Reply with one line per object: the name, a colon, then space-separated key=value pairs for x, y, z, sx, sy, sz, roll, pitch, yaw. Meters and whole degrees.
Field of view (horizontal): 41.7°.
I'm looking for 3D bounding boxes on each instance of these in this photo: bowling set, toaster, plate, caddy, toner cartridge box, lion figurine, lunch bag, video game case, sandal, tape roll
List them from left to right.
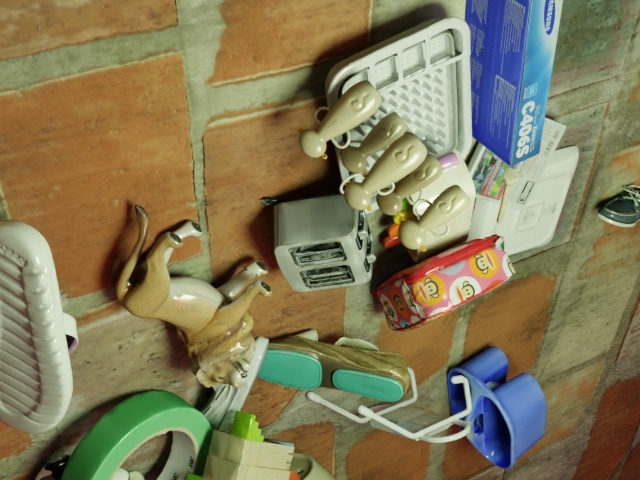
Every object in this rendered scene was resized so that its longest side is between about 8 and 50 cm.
sandal: x=-0.453 y=0.143 z=1.343 sx=0.102 sy=0.169 sz=0.416 roll=-55 pitch=162 yaw=-55
tape roll: x=-0.351 y=0.451 z=1.634 sx=0.321 sy=0.077 sz=0.321 roll=-31 pitch=135 yaw=-38
lion figurine: x=-0.239 y=0.109 z=1.480 sx=0.240 sy=0.142 sz=0.392 roll=-43 pitch=125 yaw=14
toaster: x=0.000 y=0.000 z=1.518 sx=0.185 sy=0.110 sz=0.168 roll=-8 pitch=144 yaw=10
bowling set: x=0.112 y=-0.112 z=1.402 sx=0.154 sy=0.287 sz=0.200 roll=-40 pitch=173 yaw=10
lunch bag: x=0.265 y=0.083 z=1.722 sx=0.258 sy=0.120 sz=0.293 roll=-23 pitch=175 yaw=-18
caddy: x=0.439 y=0.440 z=2.169 sx=0.179 sy=0.241 sz=0.341 roll=-33 pitch=138 yaw=-19
toner cartridge box: x=0.330 y=-0.321 z=1.491 sx=0.075 sy=0.165 sz=0.348 roll=-24 pitch=136 yaw=-20
video game case: x=0.395 y=-0.171 z=1.735 sx=0.183 sy=0.023 sz=0.201 roll=13 pitch=110 yaw=-31
plate: x=0.457 y=-0.065 z=1.895 sx=0.277 sy=0.045 sz=0.277 roll=-15 pitch=132 yaw=-26

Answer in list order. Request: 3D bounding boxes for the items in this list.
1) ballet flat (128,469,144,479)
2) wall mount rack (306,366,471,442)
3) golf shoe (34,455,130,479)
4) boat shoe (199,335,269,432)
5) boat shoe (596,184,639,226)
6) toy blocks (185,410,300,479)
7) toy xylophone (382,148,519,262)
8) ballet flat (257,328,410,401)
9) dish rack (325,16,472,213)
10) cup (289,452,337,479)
ballet flat: x=-0.438 y=0.515 z=1.716 sx=0.168 sy=0.052 sz=0.057 roll=-14 pitch=132 yaw=-27
wall mount rack: x=0.159 y=0.377 z=1.908 sx=0.304 sy=0.350 sz=0.131 roll=-13 pitch=95 yaw=-32
golf shoe: x=-0.457 y=0.463 z=1.640 sx=0.198 sy=0.077 sz=0.094 roll=1 pitch=124 yaw=-38
boat shoe: x=-0.180 y=0.285 z=1.677 sx=0.084 sy=0.095 sz=0.258 roll=26 pitch=117 yaw=0
boat shoe: x=0.778 y=-0.089 z=2.075 sx=0.254 sy=0.095 sz=0.079 roll=-7 pitch=130 yaw=-34
toy blocks: x=-0.125 y=0.550 z=1.706 sx=0.260 sy=0.190 sz=0.382 roll=23 pitch=75 yaw=-46
toy xylophone: x=0.248 y=-0.062 z=1.623 sx=0.236 sy=0.081 sz=0.323 roll=-20 pitch=156 yaw=-12
ballet flat: x=0.018 y=0.245 z=1.743 sx=0.342 sy=0.124 sz=0.116 roll=7 pitch=128 yaw=7
dish rack: x=0.135 y=-0.225 z=1.497 sx=0.285 sy=0.072 sz=0.333 roll=-28 pitch=137 yaw=-15
cup: x=-0.064 y=0.635 z=1.938 sx=0.331 sy=0.331 sz=0.237 roll=-20 pitch=107 yaw=-22
